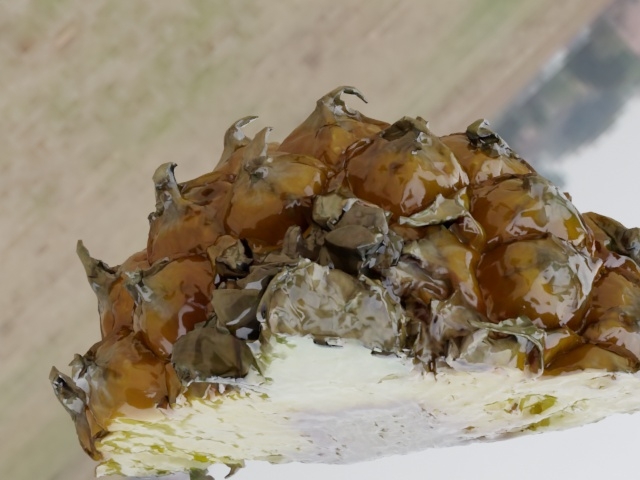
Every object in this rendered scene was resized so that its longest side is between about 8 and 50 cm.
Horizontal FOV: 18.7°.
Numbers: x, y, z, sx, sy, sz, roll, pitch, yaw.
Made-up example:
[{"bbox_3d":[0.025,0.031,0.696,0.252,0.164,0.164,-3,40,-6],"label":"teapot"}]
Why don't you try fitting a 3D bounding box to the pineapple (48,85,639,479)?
[{"bbox_3d":[-0.005,0.001,0.697,0.249,0.140,0.164,-11,160,26],"label":"pineapple"}]
